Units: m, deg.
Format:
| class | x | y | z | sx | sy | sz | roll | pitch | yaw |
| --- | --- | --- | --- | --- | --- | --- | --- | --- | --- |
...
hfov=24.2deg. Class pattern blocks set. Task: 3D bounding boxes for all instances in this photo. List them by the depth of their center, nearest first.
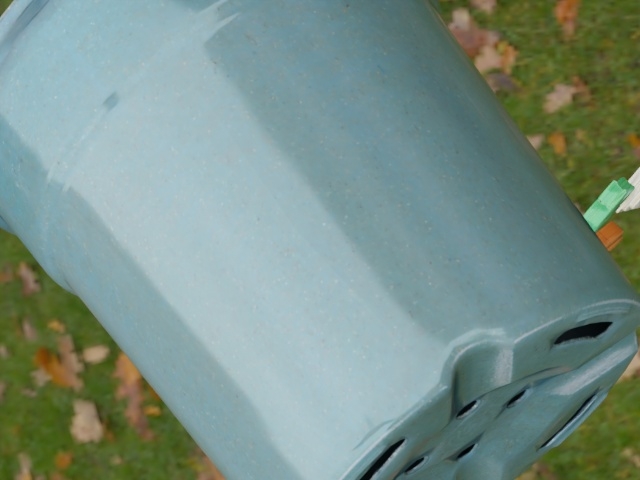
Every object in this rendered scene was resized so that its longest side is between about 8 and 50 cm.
| class | x | y | z | sx | sy | sz | roll | pitch | yaw |
| --- | --- | --- | --- | --- | --- | --- | --- | --- | --- |
| pattern blocks set | 0.359 | -0.084 | 1.467 | 0.026 | 0.325 | 0.285 | 45 | 127 | 16 |

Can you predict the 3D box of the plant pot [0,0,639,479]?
| class | x | y | z | sx | sy | sz | roll | pitch | yaw |
| --- | --- | --- | --- | --- | --- | --- | --- | --- | --- |
| plant pot | 0.000 | 0.000 | 0.926 | 0.334 | 0.341 | 0.341 | 54 | 130 | 25 |
